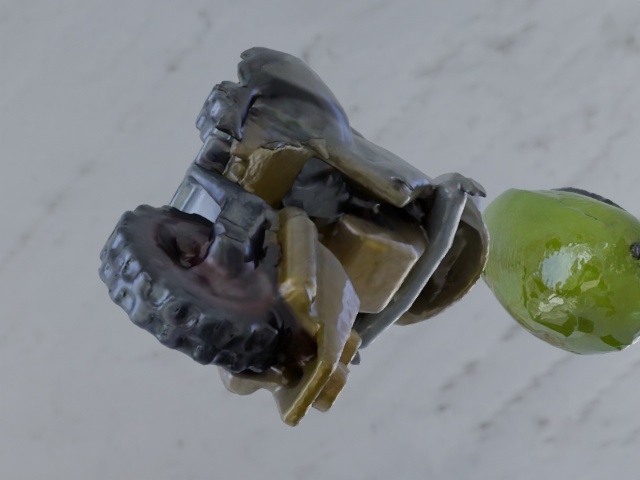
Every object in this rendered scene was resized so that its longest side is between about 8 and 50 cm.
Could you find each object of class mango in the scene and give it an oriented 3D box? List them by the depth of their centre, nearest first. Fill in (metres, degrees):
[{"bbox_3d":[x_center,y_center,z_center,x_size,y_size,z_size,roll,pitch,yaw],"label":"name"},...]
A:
[{"bbox_3d":[0.127,0.015,1.088,0.074,0.091,0.165,-13,11,-23],"label":"mango"}]

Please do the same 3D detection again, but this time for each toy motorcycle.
[{"bbox_3d":[0.000,0.001,0.724,0.129,0.229,0.094,34,-69,-4],"label":"toy motorcycle"}]
